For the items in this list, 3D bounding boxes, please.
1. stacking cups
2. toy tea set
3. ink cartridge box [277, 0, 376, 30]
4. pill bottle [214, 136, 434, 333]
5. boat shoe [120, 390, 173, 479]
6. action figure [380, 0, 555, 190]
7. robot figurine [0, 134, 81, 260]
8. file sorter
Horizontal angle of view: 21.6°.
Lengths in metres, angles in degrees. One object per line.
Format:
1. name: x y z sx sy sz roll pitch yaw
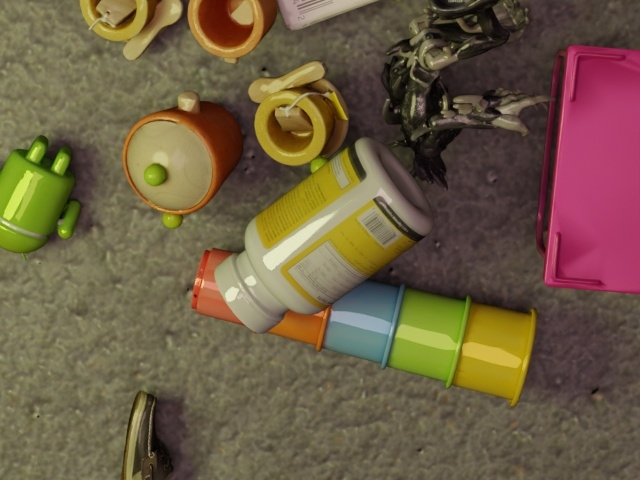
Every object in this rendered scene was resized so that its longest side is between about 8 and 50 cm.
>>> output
1. stacking cups: 0.037 0.080 1.557 0.316 0.096 0.096 11 100 3
2. toy tea set: -0.128 -0.174 1.471 0.200 0.124 0.336 -23 100 28
3. ink cartridge box: 0.044 -0.369 1.489 0.261 0.066 0.296 -19 99 6
4. pill bottle: 0.000 0.000 1.463 0.184 0.103 0.103 -36 97 15
5. boat shoe: -0.165 0.217 1.609 0.049 0.056 0.152 7 110 -4
6. action figure: 0.129 -0.153 1.457 0.140 0.276 0.164 -4 55 -11
7. robot figurine: -0.271 -0.039 1.559 0.101 0.067 0.115 24 100 -14
8. file sorter: 0.342 -0.062 1.471 0.290 0.182 0.202 5 99 1
